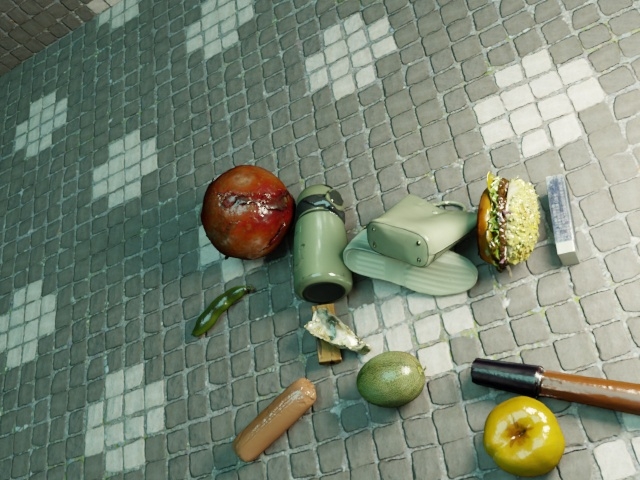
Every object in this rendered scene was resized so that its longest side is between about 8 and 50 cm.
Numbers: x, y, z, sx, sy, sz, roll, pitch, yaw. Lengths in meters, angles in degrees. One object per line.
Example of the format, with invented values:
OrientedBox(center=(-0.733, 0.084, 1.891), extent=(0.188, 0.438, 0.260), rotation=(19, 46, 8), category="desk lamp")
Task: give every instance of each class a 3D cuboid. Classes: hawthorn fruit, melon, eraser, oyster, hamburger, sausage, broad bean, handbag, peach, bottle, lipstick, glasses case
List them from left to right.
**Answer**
OrientedBox(center=(-0.317, 0.212, 2.118), extent=(0.254, 0.046, 0.065), rotation=(-41, 66, 6), category="broad bean")
OrientedBox(center=(-0.229, -0.093, 2.068), extent=(0.316, 0.316, 0.315), rotation=(-13, 61, 25), category="hawthorn fruit")
OrientedBox(center=(-0.125, 0.491, 1.841), extent=(0.289, 0.086, 0.086), rotation=(-43, 53, 4), category="sausage")
OrientedBox(center=(0.001, -0.001, 1.959), extent=(0.169, 0.168, 0.346), rotation=(-17, 57, 23), category="bottle")
OrientedBox(center=(0.017, 0.263, 1.891), extent=(0.065, 0.041, 0.169), rotation=(-8, 61, -1), category="glasses case")
OrientedBox(center=(0.042, 0.260, 1.848), extent=(0.106, 0.061, 0.200), rotation=(-40, 60, -5), category="oyster")
OrientedBox(center=(0.182, 0.347, 1.693), extent=(0.192, 0.139, 0.139), rotation=(-22, 58, 24), category="melon")
OrientedBox(center=(0.283, -0.058, 1.762), extent=(0.241, 0.109, 0.315), rotation=(21, 42, 35), category="handbag")
OrientedBox(center=(0.463, -0.036, 1.655), extent=(0.139, 0.243, 0.261), rotation=(3, 77, 22), category="hamburger")
OrientedBox(center=(0.451, 0.441, 1.509), extent=(0.179, 0.103, 0.179), rotation=(-13, 58, 22), category="peach")
OrientedBox(center=(0.600, -0.051, 1.669), extent=(0.046, 0.092, 0.212), rotation=(-12, 63, 25), category="eraser")
OrientedBox(center=(0.548, 0.330, 1.522), extent=(0.419, 0.077, 0.077), rotation=(5, 70, 31), category="lipstick")

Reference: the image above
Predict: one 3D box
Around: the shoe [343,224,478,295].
OrientedBox(center=(0.255, 0.036, 1.827), extent=(0.363, 0.131, 0.160), rotation=(11, 42, 21), category="shoe")
